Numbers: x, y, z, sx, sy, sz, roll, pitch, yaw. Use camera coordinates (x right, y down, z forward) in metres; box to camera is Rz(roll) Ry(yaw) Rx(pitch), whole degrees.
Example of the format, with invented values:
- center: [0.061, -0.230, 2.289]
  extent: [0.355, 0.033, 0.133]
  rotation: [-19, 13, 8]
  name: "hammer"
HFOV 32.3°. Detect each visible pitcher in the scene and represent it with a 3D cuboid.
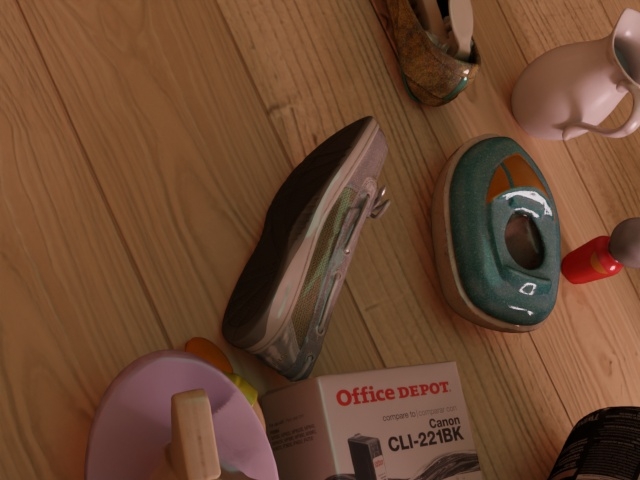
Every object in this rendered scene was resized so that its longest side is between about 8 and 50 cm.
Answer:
- center: [0.360, -0.196, 1.507]
  extent: [0.126, 0.207, 0.177]
  rotation: [24, 59, -27]
  name: "pitcher"

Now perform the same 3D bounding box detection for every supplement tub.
- center: [0.327, 0.352, 1.249]
  extent: [0.193, 0.194, 0.316]
  rotation: [50, 46, -9]
  name: "supplement tub"

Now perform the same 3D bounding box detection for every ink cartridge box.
- center: [0.067, 0.271, 1.153]
  extent: [0.197, 0.114, 0.272]
  rotation: [-1, 72, -37]
  name: "ink cartridge box"

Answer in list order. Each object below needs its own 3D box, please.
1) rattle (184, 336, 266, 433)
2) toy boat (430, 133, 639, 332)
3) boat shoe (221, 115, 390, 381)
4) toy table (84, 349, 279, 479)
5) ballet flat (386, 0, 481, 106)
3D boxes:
- center: [-0.137, 0.211, 1.087]
  extent: [0.130, 0.143, 0.199]
  rotation: [0, 104, -35]
  name: "rattle"
- center: [0.286, -0.008, 1.413]
  extent: [0.318, 0.148, 0.267]
  rotation: [12, 64, -32]
  name: "toy boat"
- center: [0.001, 0.001, 1.224]
  extent: [0.103, 0.118, 0.320]
  rotation: [40, 56, -25]
  name: "boat shoe"
- center: [-0.103, 0.241, 0.948]
  extent: [0.252, 0.161, 0.274]
  rotation: [-23, 102, -14]
  name: "toy table"
- center: [0.133, -0.351, 1.465]
  extent: [0.123, 0.123, 0.348]
  rotation: [-5, 75, -38]
  name: "ballet flat"
